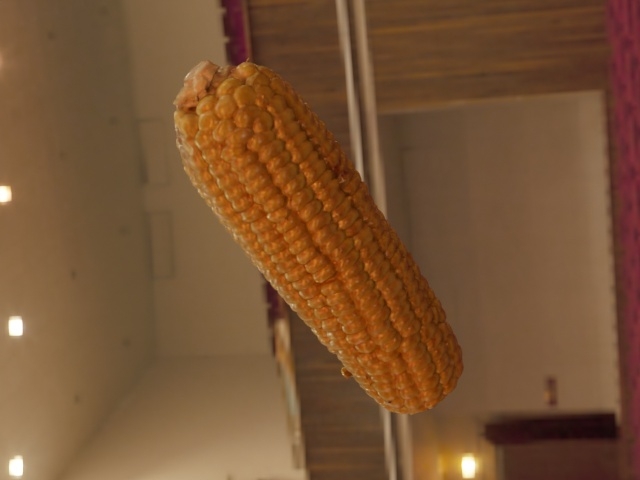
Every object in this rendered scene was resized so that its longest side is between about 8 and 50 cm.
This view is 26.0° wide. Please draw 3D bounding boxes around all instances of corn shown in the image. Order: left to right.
[{"bbox_3d":[0.000,0.000,0.663,0.206,0.067,0.067,55,-155,-20],"label":"corn"}]
